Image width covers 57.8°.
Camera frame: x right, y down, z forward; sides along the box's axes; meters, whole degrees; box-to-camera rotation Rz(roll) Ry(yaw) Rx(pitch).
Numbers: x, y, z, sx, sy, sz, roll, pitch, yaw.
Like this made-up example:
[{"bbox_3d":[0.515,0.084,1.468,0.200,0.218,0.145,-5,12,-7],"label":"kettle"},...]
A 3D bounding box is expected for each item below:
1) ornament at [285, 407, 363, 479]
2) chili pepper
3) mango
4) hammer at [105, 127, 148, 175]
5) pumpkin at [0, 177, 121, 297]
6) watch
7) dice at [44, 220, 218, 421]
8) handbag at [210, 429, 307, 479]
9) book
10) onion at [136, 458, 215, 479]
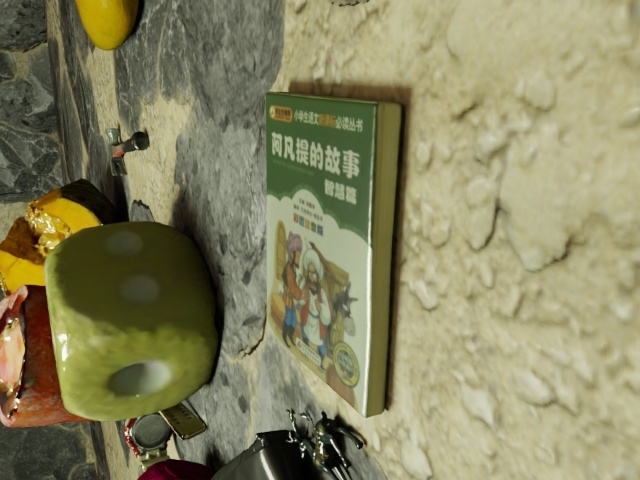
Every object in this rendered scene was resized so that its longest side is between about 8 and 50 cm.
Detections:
[{"bbox_3d":[-0.001,0.204,0.594,0.125,0.028,0.073,28,122,54],"label":"ornament"},{"bbox_3d":[-0.452,0.224,1.106,0.229,0.305,0.251,-23,61,46],"label":"chili pepper"},{"bbox_3d":[-0.398,-0.454,1.059,0.317,0.119,0.176,-36,73,63],"label":"mango"},{"bbox_3d":[-0.415,-0.199,1.237,0.287,0.033,0.111,5,100,60],"label":"hammer"},{"bbox_3d":[-0.619,0.013,1.409,0.256,0.303,0.225,55,-176,-30],"label":"pumpkin"},{"bbox_3d":[-0.291,0.385,1.105,0.268,0.102,0.165,10,102,55],"label":"watch"},{"bbox_3d":[-0.305,0.126,0.923,0.233,0.226,0.238,59,145,39],"label":"dice"},{"bbox_3d":[-0.050,0.366,0.678,0.223,0.080,0.247,-49,52,45],"label":"handbag"},{"bbox_3d":[0.000,0.000,0.542,0.202,0.027,0.264,28,121,57],"label":"book"},{"bbox_3d":[-0.262,0.428,0.926,0.195,0.218,0.140,168,114,-66],"label":"onion"}]
